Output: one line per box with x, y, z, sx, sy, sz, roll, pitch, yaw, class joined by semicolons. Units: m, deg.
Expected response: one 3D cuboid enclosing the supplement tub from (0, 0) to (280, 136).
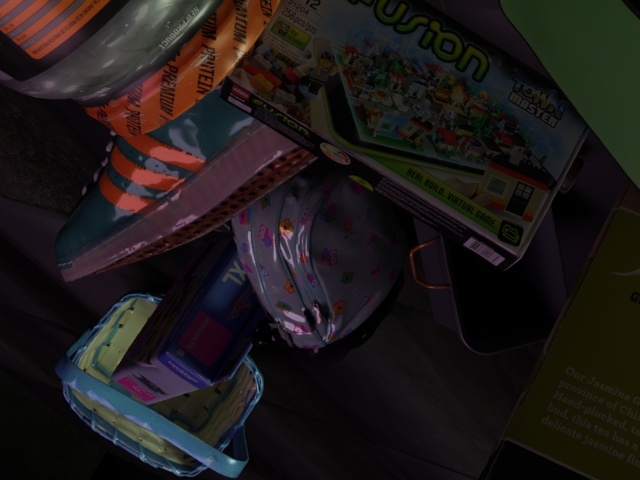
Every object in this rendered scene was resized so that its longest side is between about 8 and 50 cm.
-0.175;-0.211;0.731;0.316;0.194;0.193;43;158;-30;supplement tub

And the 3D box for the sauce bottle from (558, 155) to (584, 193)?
0.111;-0.074;0.879;0.128;0.042;0.042;29;161;-1;sauce bottle

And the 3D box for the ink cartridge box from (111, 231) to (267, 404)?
-0.106;0.063;1.328;0.065;0.186;0.311;37;160;-12;ink cartridge box

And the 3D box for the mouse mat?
0.134;-0.100;0.678;0.190;0.007;0.153;58;175;29;mouse mat

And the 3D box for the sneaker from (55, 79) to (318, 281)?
-0.108;-0.069;1.007;0.302;0.108;0.121;-30;83;36;sneaker

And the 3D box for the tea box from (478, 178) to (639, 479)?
0.232;0.186;0.909;0.220;0.324;0.329;25;159;16;tea box

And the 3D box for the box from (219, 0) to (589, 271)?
0.055;-0.083;0.827;0.207;0.114;0.036;31;161;-2;box

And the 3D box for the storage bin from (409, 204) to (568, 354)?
0.105;0.008;0.954;0.091;0.098;0.135;180;78;-73;storage bin

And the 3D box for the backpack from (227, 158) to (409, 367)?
0.000;0.000;1.109;0.115;0.152;0.182;11;141;34;backpack

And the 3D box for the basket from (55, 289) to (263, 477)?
-0.205;0.181;1.707;0.254;0.201;0.289;34;-168;-10;basket

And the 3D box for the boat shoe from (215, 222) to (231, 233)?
-0.091;-0.072;1.128;0.068;0.081;0.228;23;158;33;boat shoe
